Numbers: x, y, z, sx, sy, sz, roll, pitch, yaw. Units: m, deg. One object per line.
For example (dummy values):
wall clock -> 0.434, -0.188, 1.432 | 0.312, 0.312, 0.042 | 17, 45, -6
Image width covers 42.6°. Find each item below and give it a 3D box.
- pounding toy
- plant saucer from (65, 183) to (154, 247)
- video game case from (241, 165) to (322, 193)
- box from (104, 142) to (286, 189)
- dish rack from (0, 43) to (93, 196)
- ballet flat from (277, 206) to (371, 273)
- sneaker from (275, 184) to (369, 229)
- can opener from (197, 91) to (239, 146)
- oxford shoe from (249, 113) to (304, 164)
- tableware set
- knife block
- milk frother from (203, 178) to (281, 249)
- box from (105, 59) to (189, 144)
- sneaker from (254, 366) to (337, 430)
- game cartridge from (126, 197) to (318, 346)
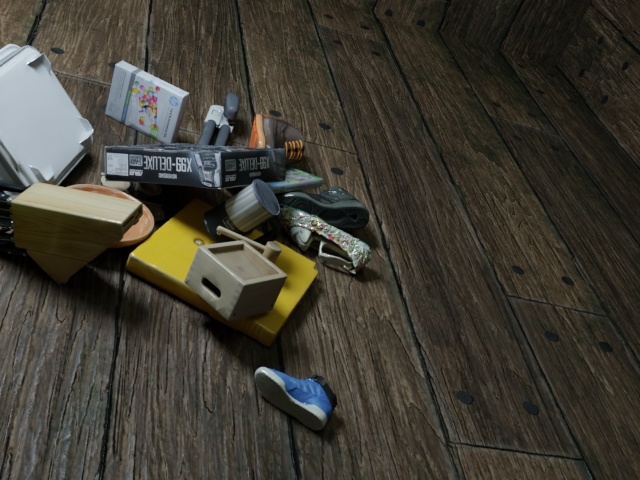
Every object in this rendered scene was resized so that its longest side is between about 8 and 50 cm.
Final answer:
pounding toy -> -0.155, 0.058, 1.567 | 0.181, 0.094, 0.206 | 37, 24, 26
plant saucer -> -0.432, -0.044, 1.627 | 0.200, 0.037, 0.200 | 18, 28, -10
video game case -> -0.135, -0.156, 1.969 | 0.193, 0.023, 0.212 | -13, 27, -43
box -> -0.265, -0.164, 1.751 | 0.307, 0.077, 0.242 | 6, 10, 28
dish rack -> -0.586, -0.243, 1.670 | 0.286, 0.072, 0.333 | 62, 22, -25
ballet flat -> 0.000, 0.000, 1.842 | 0.241, 0.091, 0.077 | 24, 54, 8
sneaker -> -0.005, -0.081, 1.956 | 0.227, 0.087, 0.130 | 3, 18, -10
can opener -> -0.260, -0.296, 2.092 | 0.076, 0.095, 0.283 | 18, 32, -8
oxford shoe -> -0.102, -0.239, 1.999 | 0.132, 0.130, 0.364 | 11, 18, -2
tableware set -> -0.408, -0.098, 1.779 | 0.141, 0.020, 0.169 | 11, 35, -19
knife block -> -0.491, -0.055, 1.468 | 0.242, 0.275, 0.088 | 50, 29, -14
milk frother -> -0.149, -0.061, 1.692 | 0.129, 0.134, 0.143 | 46, 25, -33
box -> -0.423, -0.332, 1.994 | 0.186, 0.145, 0.038 | 27, 35, 4
sneaker -> -0.039, 0.260, 1.448 | 0.152, 0.058, 0.084 | 34, 39, 8
game cartridge -> -0.186, 0.057, 1.672 | 0.323, 0.053, 0.285 | 30, 32, 5
